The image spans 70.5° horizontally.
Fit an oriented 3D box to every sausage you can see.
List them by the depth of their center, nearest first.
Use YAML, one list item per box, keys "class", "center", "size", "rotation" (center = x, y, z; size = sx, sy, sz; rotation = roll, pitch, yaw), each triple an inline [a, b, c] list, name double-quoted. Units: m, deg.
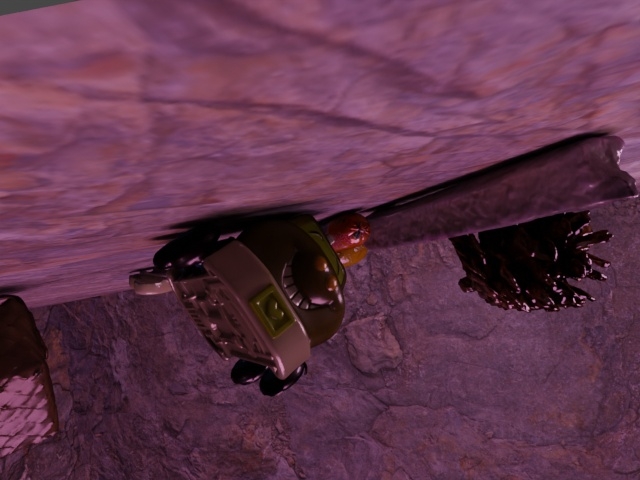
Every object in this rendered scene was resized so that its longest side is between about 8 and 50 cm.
- class: "sausage"
  center: [0.000, 0.000, 0.779]
  size: [0.054, 0.053, 0.348]
  rotation: [-10, 177, -21]

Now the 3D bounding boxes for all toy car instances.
- class: "toy car"
  center: [-0.061, 0.047, 0.559]
  size: [0.198, 0.204, 0.248]
  rotation: [-36, -169, -29]

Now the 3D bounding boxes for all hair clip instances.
- class: "hair clip"
  center: [-0.352, 0.085, 1.079]
  size: [0.219, 0.071, 0.159]
  rotation: [-8, -179, 20]

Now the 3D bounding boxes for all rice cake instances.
- class: "rice cake"
  center: [0.174, -0.041, 0.552]
  size: [0.070, 0.064, 0.399]
  rotation: [-20, -178, -29]

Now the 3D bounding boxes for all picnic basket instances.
- class: "picnic basket"
  center: [-0.669, 0.247, 0.870]
  size: [0.254, 0.321, 0.291]
  rotation: [-20, 140, -41]

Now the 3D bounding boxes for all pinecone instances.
- class: "pinecone"
  center: [0.413, 0.022, 0.911]
  size: [0.296, 0.241, 0.298]
  rotation: [-9, -176, 21]

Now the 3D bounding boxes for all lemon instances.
- class: "lemon"
  center: [0.051, 0.011, 0.903]
  size: [0.111, 0.081, 0.082]
  rotation: [-14, 179, -34]

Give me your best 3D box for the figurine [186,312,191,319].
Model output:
- class: "figurine"
  center: [-0.224, 0.087, 0.870]
  size: [0.126, 0.156, 0.114]
  rotation: [-2, 151, -41]
